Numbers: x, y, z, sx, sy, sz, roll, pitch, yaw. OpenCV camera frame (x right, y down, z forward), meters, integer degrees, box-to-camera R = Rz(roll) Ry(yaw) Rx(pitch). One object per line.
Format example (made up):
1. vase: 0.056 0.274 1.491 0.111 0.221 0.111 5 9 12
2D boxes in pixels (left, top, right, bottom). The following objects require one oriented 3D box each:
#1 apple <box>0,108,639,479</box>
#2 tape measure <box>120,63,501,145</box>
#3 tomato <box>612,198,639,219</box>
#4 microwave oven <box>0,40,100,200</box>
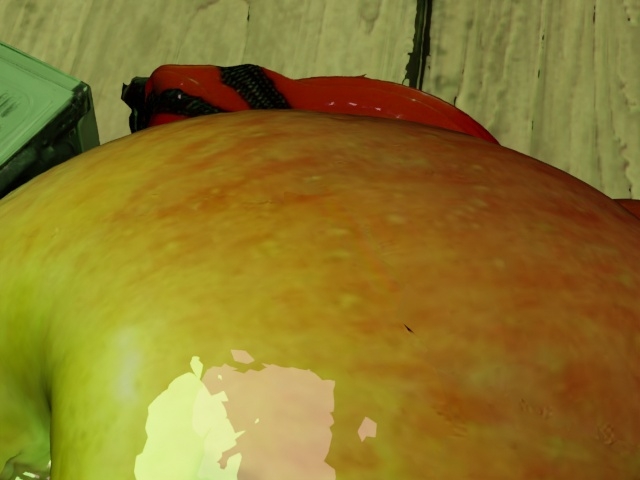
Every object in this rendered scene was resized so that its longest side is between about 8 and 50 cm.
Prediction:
1. apple: -0.015 0.122 0.675 0.364 0.364 0.364 -1 48 1
2. tape measure: 0.000 0.000 1.095 0.260 0.114 0.253 0 48 2
3. tomato: 0.165 0.103 0.905 0.256 0.224 0.256 -13 65 30
4. microwave oven: -0.203 0.007 1.032 0.122 0.208 0.162 26 53 23
